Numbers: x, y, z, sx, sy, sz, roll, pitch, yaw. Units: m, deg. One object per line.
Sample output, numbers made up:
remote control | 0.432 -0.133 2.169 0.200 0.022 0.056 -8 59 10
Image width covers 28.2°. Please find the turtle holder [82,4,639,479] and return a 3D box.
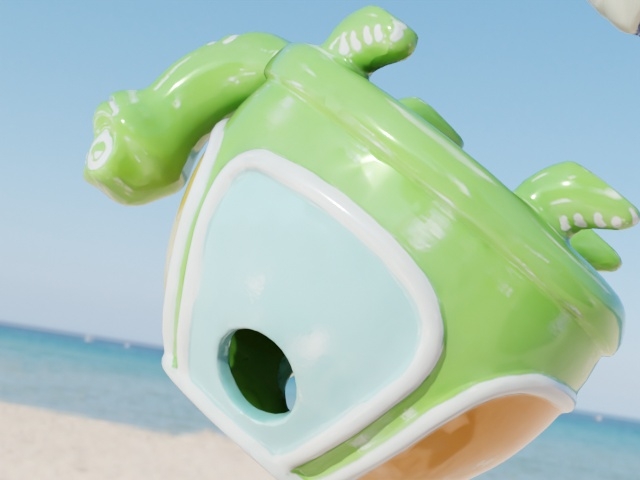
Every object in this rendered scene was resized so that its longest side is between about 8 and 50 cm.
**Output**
turtle holder | 0.006 0.005 0.728 0.320 0.227 0.243 40 0 -6

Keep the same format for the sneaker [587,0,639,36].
sneaker | 0.164 -0.142 0.595 0.112 0.131 0.296 -31 -10 33
